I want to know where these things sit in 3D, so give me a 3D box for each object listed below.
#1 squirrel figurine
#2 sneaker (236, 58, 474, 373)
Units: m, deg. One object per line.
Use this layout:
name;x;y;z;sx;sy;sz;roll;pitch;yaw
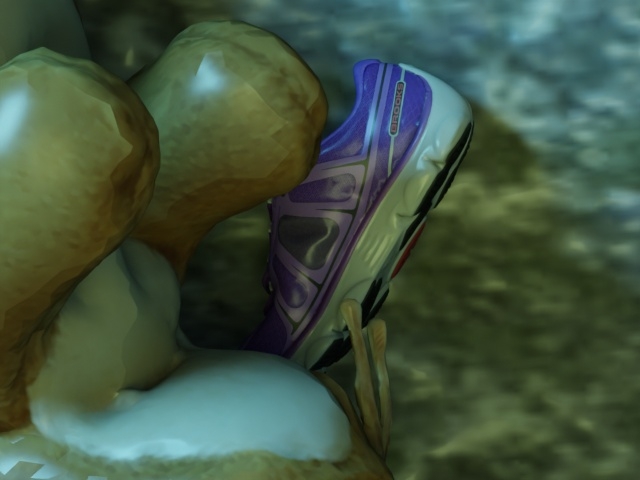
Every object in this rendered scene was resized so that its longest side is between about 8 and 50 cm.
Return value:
squirrel figurine;-0.161;0.049;0.682;0.397;0.281;0.370;-29;98;26
sneaker;0.000;0.000;0.768;0.071;0.068;0.170;31;95;10
